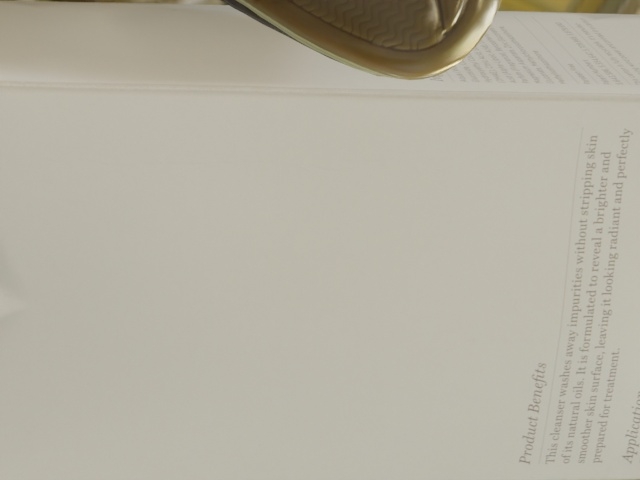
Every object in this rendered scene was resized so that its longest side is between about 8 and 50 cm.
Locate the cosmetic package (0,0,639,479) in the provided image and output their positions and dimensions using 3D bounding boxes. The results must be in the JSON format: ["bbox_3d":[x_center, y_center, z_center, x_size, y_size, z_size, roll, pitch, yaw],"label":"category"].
[{"bbox_3d":[0.000,0.000,0.925,0.385,0.156,0.217,2,-68,-10],"label":"cosmetic package"}]

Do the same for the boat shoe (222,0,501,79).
[{"bbox_3d":[-0.032,-0.085,0.338,0.152,0.056,0.049,40,-12,-10],"label":"boat shoe"}]
